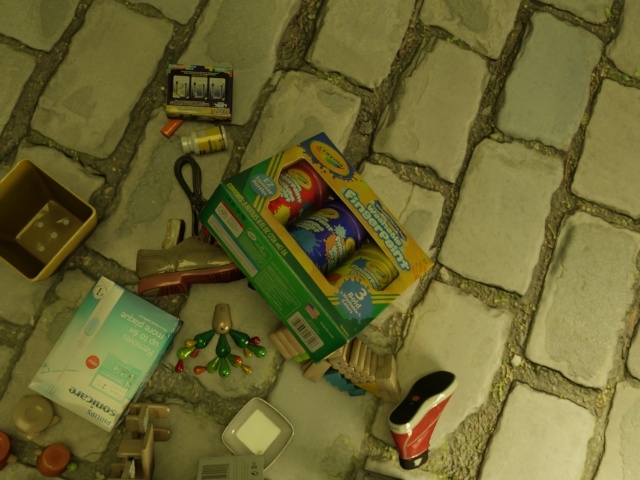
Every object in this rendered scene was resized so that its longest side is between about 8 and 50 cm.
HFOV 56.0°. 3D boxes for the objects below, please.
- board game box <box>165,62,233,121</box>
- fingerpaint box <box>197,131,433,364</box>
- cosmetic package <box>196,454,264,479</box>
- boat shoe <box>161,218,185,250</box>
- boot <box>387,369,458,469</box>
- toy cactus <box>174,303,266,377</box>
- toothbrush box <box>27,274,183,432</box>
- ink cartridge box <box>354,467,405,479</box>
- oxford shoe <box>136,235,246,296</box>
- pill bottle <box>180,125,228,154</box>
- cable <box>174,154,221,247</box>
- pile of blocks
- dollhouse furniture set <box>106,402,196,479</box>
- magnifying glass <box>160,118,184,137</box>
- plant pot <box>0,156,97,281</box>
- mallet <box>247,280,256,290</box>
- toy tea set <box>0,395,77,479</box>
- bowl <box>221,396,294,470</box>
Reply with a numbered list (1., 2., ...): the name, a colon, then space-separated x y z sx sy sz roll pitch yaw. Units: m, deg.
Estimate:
1. board game box: -0.319 -0.391 1.596 0.170 0.048 0.141 2 79 -8
2. fingerpaint box: 0.000 0.000 1.441 0.444 0.163 0.371 51 48 5
3. cosmetic package: -0.200 0.604 1.347 0.152 0.151 0.183 -1 103 -7
4. boat shoe: -0.379 0.010 1.532 0.045 0.050 0.135 7 78 10
5. boot: 0.269 0.452 1.509 0.244 0.088 0.176 -33 119 -35
6. toy cactus: -0.246 0.245 1.479 0.219 0.112 0.180 -5 69 1
7. toothbrush box: -0.497 0.265 1.423 0.216 0.126 0.295 30 78 0
8. ink cartridge box: 0.160 0.602 1.399 0.140 0.190 0.082 16 77 -4
9. oxford shoe: -0.273 0.039 1.461 0.348 0.123 0.130 -10 72 -16
10. pill bottle: -0.306 -0.261 1.585 0.116 0.065 0.065 -13 80 -9
11. cable: -0.307 -0.083 1.569 0.139 0.072 0.287 -39 73 4
12. pile of blocks: 0.044 0.286 1.510 0.362 0.149 0.112 33 33 -9
13. dollhouse furniture set: -0.356 0.518 1.330 0.161 0.212 0.242 4 120 -5
14. magnifying glass: -0.346 -0.369 1.625 0.092 0.026 0.231 38 75 1
15. plant pot: -0.662 -0.033 1.431 0.212 0.187 0.212 37 77 1
16. mallet: -0.097 0.133 1.547 0.190 0.039 0.062 29 75 -4
17. toy tea set: -0.659 0.535 1.373 0.200 0.124 0.336 -26 78 -41
18. bowl: -0.150 0.468 1.460 0.142 0.053 0.142 41 77 3
